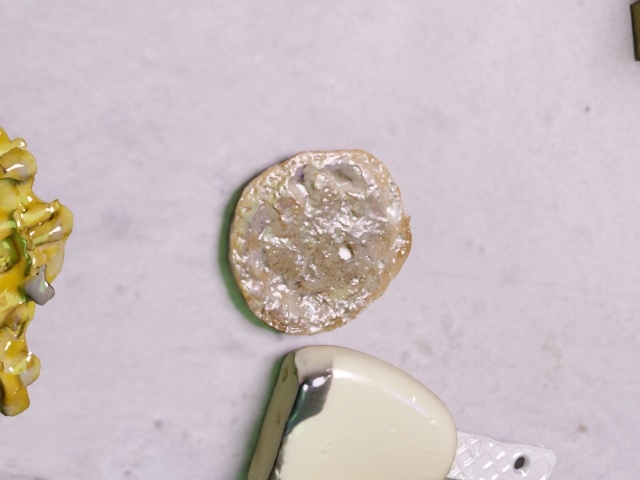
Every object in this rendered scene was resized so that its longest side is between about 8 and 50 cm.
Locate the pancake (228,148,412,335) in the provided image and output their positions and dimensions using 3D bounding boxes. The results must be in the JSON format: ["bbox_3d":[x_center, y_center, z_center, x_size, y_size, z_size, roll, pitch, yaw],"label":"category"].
[{"bbox_3d":[0.000,0.000,0.609,0.139,0.022,0.140,-5,106,-18],"label":"pancake"}]

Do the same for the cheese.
[{"bbox_3d":[0.075,0.158,0.660,0.251,0.054,0.127,15,97,-23],"label":"cheese"}]

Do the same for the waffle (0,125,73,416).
[{"bbox_3d":[-0.283,0.018,0.491,0.280,0.060,0.262,24,94,-23],"label":"waffle"}]

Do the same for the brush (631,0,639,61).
[{"bbox_3d":[0.290,-0.167,0.556,0.047,0.233,0.103,-14,106,-15],"label":"brush"}]
